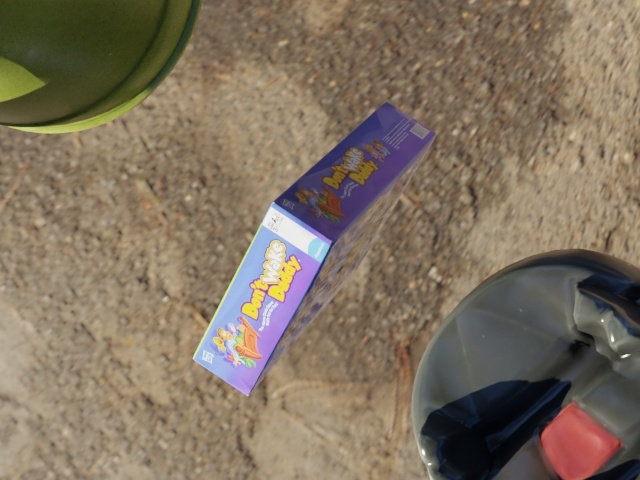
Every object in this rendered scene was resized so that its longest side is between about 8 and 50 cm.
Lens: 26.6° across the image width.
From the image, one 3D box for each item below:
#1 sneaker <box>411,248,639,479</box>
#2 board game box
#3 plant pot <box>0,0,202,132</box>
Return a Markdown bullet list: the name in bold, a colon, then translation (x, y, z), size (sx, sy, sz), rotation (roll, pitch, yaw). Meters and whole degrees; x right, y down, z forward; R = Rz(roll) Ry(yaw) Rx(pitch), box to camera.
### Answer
- **sneaker**: translation (0.139, 0.120, 0.352), size (0.097, 0.135, 0.276), rotation (-42, 71, 23)
- **board game box**: translation (0.000, 0.000, 1.583), size (0.078, 0.347, 0.233), rotation (33, 122, 7)
- **plant pot**: translation (-0.340, -0.274, 1.306), size (0.366, 0.353, 0.366), rotation (2, 99, 14)
